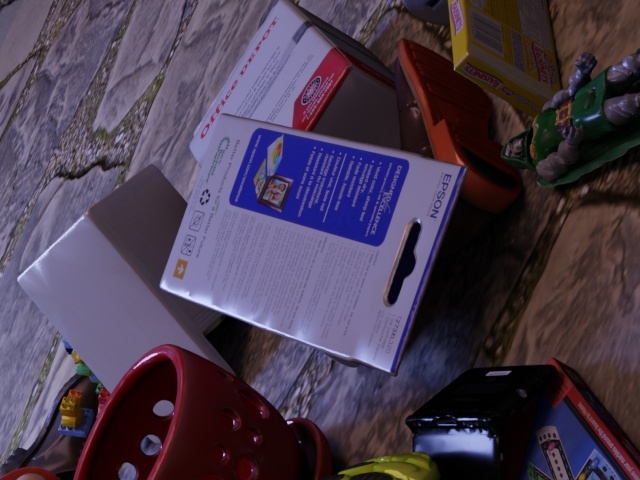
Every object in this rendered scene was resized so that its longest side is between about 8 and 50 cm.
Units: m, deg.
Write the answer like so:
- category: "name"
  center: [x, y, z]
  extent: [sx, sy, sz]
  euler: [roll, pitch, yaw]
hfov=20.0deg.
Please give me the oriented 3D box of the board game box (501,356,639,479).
- category: "board game box"
  center: [0.169, 0.200, 1.217]
  extent: [0.145, 0.027, 0.281]
  euler: [-56, 23, 12]

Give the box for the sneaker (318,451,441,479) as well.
- category: "sneaker"
  center: [0.022, 0.246, 1.359]
  extent: [0.123, 0.109, 0.295]
  euler: [63, 147, 18]

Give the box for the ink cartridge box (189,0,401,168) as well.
- category: "ink cartridge box"
  center: [-0.016, -0.109, 1.838]
  extent: [0.197, 0.114, 0.273]
  euler: [-57, 25, 10]

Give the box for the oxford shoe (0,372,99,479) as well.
- category: "oxford shoe"
  center: [-0.266, 0.227, 2.032]
  extent: [0.096, 0.083, 0.227]
  euler: [26, 77, 37]

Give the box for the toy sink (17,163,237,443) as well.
- category: "toy sink"
  center: [-0.170, 0.065, 1.897]
  extent: [0.153, 0.234, 0.131]
  euler: [-39, 1, 42]

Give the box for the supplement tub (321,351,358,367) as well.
- category: "supplement tub"
  center: [0.034, 0.051, 1.608]
  extent: [0.107, 0.071, 0.071]
  euler: [-57, 23, 8]

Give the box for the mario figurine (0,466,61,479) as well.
- category: "mario figurine"
  center: [-0.272, 0.301, 1.792]
  extent: [0.170, 0.198, 0.320]
  euler: [-64, 23, 4]

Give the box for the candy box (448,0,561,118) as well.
- category: "candy box"
  center: [0.157, -0.192, 1.591]
  extent: [0.027, 0.105, 0.206]
  euler: [-45, 27, 32]

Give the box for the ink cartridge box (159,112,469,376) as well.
- category: "ink cartridge box"
  center: [0.000, 0.000, 1.557]
  extent: [0.371, 0.069, 0.176]
  euler: [16, 86, 56]

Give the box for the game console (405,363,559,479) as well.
- category: "game console"
  center: [0.120, 0.148, 1.328]
  extent: [0.107, 0.071, 0.122]
  euler: [-36, 12, -26]

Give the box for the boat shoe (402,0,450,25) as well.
- category: "boat shoe"
  center: [0.173, -0.314, 1.704]
  extent: [0.302, 0.109, 0.094]
  euler: [-36, 31, 50]

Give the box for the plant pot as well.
- category: "plant pot"
  center: [-0.100, 0.209, 1.564]
  extent: [0.191, 0.174, 0.191]
  euler: [-45, 28, 31]

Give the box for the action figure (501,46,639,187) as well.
- category: "action figure"
  center: [0.220, -0.103, 1.426]
  extent: [0.232, 0.063, 0.137]
  euler: [-34, 37, 52]

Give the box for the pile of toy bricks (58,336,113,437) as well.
- category: "pile of toy bricks"
  center: [-0.239, 0.113, 1.981]
  extent: [0.105, 0.118, 0.212]
  euler: [77, -157, -51]

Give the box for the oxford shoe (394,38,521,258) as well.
- category: "oxford shoe"
  center: [0.096, -0.089, 1.615]
  extent: [0.098, 0.097, 0.271]
  euler: [-54, 24, 25]
